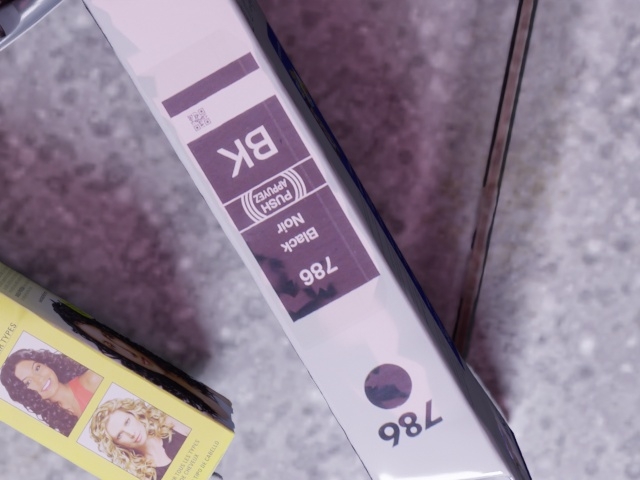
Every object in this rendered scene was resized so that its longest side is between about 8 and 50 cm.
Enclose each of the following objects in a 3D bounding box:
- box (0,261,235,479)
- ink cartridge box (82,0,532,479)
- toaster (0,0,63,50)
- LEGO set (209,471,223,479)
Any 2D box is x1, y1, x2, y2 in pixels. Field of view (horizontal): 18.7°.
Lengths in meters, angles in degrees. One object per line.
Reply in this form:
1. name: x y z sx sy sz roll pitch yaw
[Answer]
1. box: -0.154 0.051 0.965 0.232 0.087 0.058 31 93 -7
2. ink cartridge box: 0.000 0.000 0.928 0.065 0.165 0.332 -31 103 5
3. toaster: -0.191 -0.141 0.892 0.227 0.146 0.129 -31 104 6
4. LEGO set: -0.083 0.121 1.027 0.054 0.023 0.083 -20 104 3
